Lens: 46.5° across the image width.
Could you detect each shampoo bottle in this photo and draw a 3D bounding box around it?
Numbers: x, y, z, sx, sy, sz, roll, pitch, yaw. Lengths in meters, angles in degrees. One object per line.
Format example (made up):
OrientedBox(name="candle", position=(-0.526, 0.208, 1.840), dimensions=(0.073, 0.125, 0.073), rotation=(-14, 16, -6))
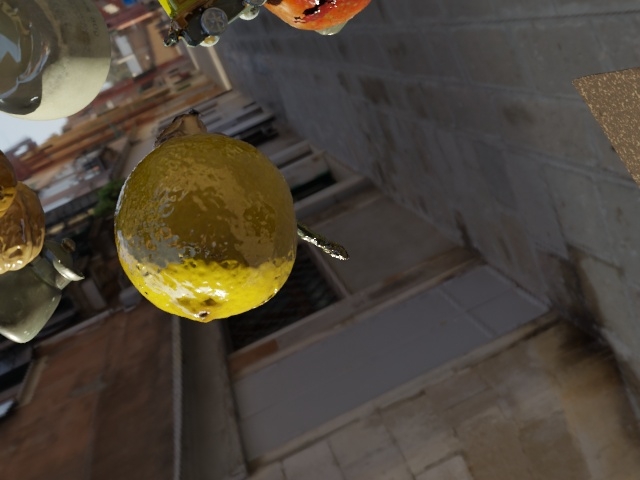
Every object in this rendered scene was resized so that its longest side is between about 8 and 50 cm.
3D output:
OrientedBox(name="shampoo bottle", position=(-0.628, -0.423, 1.625), dimensions=(0.317, 0.322, 0.322), rotation=(-80, -35, -79))

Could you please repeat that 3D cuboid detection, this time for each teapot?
OrientedBox(name="teapot", position=(-0.775, 0.077, 1.939), dimensions=(0.223, 0.285, 0.305), rotation=(35, 166, 49))

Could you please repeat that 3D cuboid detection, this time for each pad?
OrientedBox(name="pad", position=(0.467, -0.084, 0.943), dimensions=(0.330, 0.004, 0.220), rotation=(51, 171, -15))

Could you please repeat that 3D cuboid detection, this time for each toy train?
OrientedBox(name="toy train", position=(-0.162, -0.377, 1.124), dimensions=(0.127, 0.219, 0.089), rotation=(54, 168, -12))

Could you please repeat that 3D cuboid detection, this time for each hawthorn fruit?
OrientedBox(name="hawthorn fruit", position=(-0.006, -0.569, 1.450), dimensions=(0.316, 0.316, 0.316), rotation=(64, 176, 8))

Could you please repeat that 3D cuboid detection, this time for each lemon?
OrientedBox(name="lemon", position=(-0.164, -0.021, 1.089), dimensions=(0.293, 0.293, 0.293), rotation=(64, 176, 8))

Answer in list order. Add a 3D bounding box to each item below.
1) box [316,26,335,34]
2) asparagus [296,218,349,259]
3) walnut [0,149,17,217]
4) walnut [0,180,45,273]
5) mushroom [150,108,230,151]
OrientedBox(name="box", position=(0.018, -0.580, 1.783), dimensions=(0.129, 0.148, 0.210), rotation=(42, -162, -3))
OrientedBox(name="asparagus", position=(0.000, 0.000, 1.768), dimensions=(0.165, 0.036, 0.030), rotation=(30, -168, -12))
OrientedBox(name="walnut", position=(-0.616, -0.098, 1.253), dimensions=(0.207, 0.167, 0.167), rotation=(-4, -115, -63))
OrientedBox(name="walnut", position=(-0.681, -0.035, 1.569), dimensions=(0.213, 0.213, 0.213), rotation=(64, 176, 8))
OrientedBox(name="mushroom", position=(-0.258, -0.098, 1.496), dimensions=(0.259, 0.345, 0.345), rotation=(31, -168, -26))
